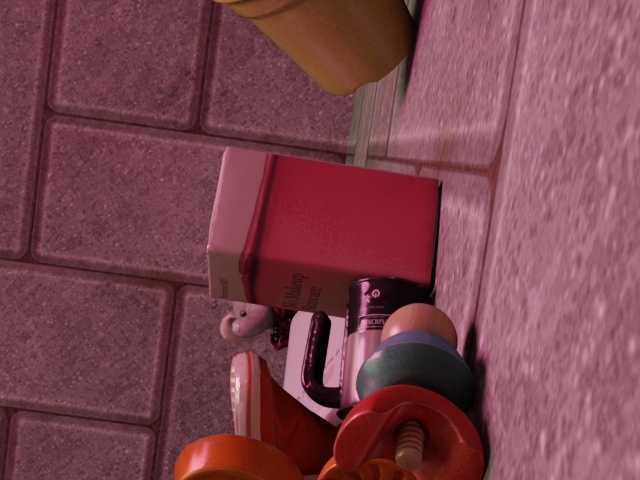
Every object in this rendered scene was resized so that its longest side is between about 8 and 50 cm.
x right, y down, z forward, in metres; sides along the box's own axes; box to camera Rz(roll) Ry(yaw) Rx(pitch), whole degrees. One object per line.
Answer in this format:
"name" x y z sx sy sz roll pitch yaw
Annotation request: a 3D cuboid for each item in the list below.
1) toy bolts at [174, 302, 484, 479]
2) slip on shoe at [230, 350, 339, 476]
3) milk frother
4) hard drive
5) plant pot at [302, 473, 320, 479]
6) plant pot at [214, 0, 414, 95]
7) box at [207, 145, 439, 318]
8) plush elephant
"toy bolts" 0.020 0.145 0.759 0.228 0.218 0.158 -59 9 34
"slip on shoe" -0.011 0.218 0.988 0.123 0.101 0.331 -99 -12 -46
"milk frother" 0.064 0.127 1.003 0.143 0.129 0.135 33 -125 -43
"hard drive" 0.022 0.148 1.351 0.233 0.047 0.353 -53 16 26
"plant pot" 0.034 0.287 0.921 0.109 0.109 0.096 100 163 -44
"plant pot" 0.008 -0.370 1.494 0.254 0.276 0.276 48 -148 -35
"box" 0.000 0.000 1.064 0.148 0.232 0.127 101 177 -66
"plush elephant" -0.052 0.128 1.752 0.330 0.255 0.272 -86 4 -67
